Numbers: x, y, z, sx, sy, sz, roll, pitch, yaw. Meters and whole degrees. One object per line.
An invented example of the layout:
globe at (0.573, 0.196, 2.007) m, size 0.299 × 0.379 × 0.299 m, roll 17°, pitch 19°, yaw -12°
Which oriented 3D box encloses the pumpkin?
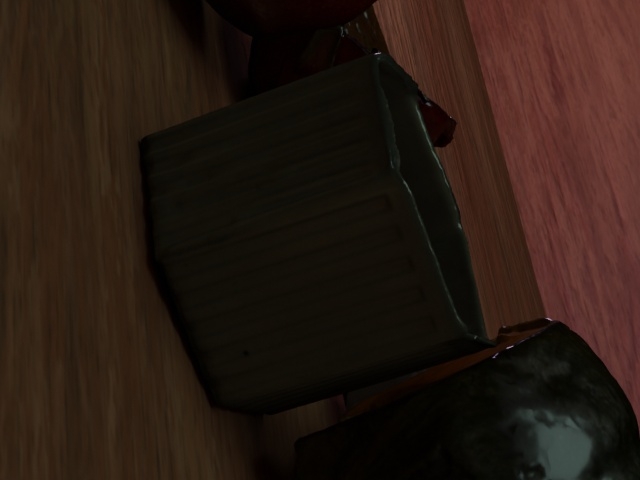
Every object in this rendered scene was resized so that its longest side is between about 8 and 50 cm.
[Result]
pumpkin at (0.123, 0.200, 1.307) m, size 0.303 × 0.256 × 0.225 m, roll -25°, pitch 93°, yaw -75°

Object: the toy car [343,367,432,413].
toy car at (0.133, 0.214, 1.562) m, size 0.270 × 0.181 × 0.212 m, roll 51°, pitch 33°, yaw -60°

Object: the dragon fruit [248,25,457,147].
dragon fruit at (0.002, -0.123, 1.623) m, size 0.218 × 0.148 × 0.224 m, roll 42°, pitch 6°, yaw 32°

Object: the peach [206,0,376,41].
peach at (-0.043, -0.311, 1.484) m, size 0.245 × 0.249 × 0.274 m, roll 13°, pitch 66°, yaw -35°

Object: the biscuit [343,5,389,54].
biscuit at (-0.012, -0.334, 1.994) m, size 0.359 × 0.074 × 0.381 m, roll -87°, pitch 157°, yaw -57°

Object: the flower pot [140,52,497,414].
flower pot at (0.000, 0.000, 1.244) m, size 0.209 × 0.190 × 0.239 m, roll 58°, pitch 19°, yaw -47°
